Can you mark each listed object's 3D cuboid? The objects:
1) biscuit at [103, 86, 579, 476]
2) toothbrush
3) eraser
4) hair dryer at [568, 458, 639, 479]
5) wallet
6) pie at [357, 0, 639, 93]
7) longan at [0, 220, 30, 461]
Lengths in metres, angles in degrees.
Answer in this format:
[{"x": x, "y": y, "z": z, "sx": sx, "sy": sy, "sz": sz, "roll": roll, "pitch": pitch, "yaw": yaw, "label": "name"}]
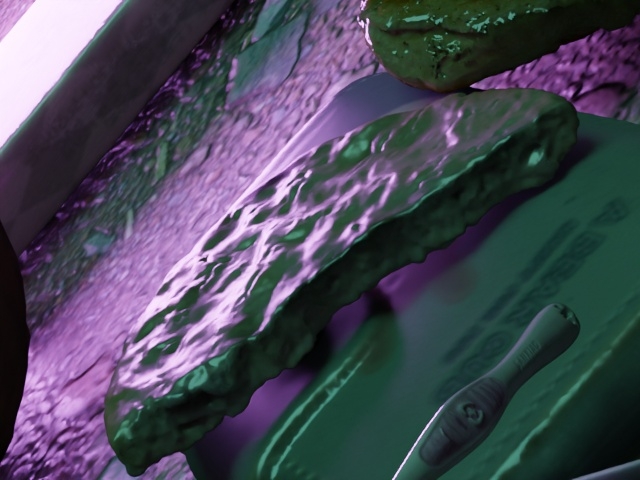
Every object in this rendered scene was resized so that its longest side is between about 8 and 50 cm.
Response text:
[{"x": -0.004, "y": 0.001, "z": 0.875, "sx": 0.250, "sy": 0.032, "sz": 0.133, "roll": -38, "pitch": 26, "yaw": -2, "label": "biscuit"}, {"x": 0.046, "y": 0.058, "z": 0.616, "sx": 0.022, "sy": 0.017, "sz": 0.204, "roll": -48, "pitch": -7, "yaw": 30, "label": "toothbrush"}, {"x": -0.179, "y": -0.130, "z": 1.416, "sx": 0.397, "sy": 0.082, "sz": 0.213, "roll": -51, "pitch": 28, "yaw": -5, "label": "eraser"}, {"x": 0.109, "y": 0.180, "z": 0.576, "sx": 0.320, "sy": 0.156, "sz": 0.284, "roll": -33, "pitch": 56, "yaw": 29, "label": "hair dryer"}, {"x": 0.046, "y": 0.036, "z": 0.882, "sx": 0.252, "sy": 0.083, "sz": 0.360, "roll": -48, "pitch": 26, "yaw": -10, "label": "wallet"}, {"x": 0.109, "y": -0.136, "z": 0.984, "sx": 0.193, "sy": 0.079, "sz": 0.163, "roll": -27, "pitch": 28, "yaw": -12, "label": "pie"}, {"x": -0.367, "y": 0.066, "z": 1.118, "sx": 0.391, "sy": 0.391, "sz": 0.391, "roll": -35, "pitch": 30, "yaw": 24, "label": "longan"}]
